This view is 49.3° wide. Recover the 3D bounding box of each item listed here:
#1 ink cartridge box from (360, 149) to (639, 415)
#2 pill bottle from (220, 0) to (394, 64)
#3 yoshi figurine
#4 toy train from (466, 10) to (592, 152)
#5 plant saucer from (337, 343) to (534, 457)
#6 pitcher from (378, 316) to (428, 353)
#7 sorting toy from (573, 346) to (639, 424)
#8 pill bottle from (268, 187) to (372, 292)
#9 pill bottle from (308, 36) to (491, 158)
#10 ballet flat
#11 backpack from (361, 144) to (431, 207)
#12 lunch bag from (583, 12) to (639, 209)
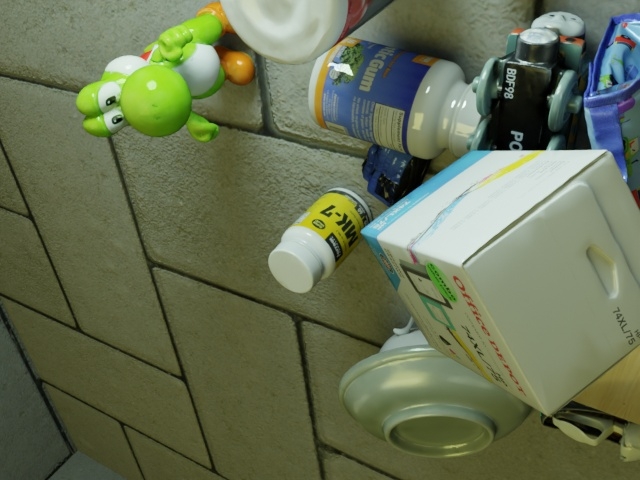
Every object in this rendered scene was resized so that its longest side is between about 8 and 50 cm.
[{"bbox_3d":[0.214,0.028,0.800,0.198,0.197,0.270,58,170,-15],"label":"ink cartridge box"},{"bbox_3d":[0.027,-0.367,0.898,0.176,0.318,0.176,22,136,23],"label":"pill bottle"},{"bbox_3d":[-0.227,-0.267,1.160,0.203,0.362,0.203,51,139,-8],"label":"yoshi figurine"},{"bbox_3d":[0.294,-0.146,0.970,0.142,0.190,0.334,18,133,27],"label":"toy train"},{"bbox_3d":[0.232,0.343,1.377,0.401,0.100,0.400,3,141,3],"label":"plant saucer"},{"bbox_3d":[0.205,0.211,1.414,0.207,0.125,0.177,-28,98,38],"label":"pitcher"},{"bbox_3d":[0.500,0.136,0.952,0.255,0.089,0.257,18,118,19],"label":"sorting toy"},{"bbox_3d":[0.000,0.000,1.323,0.119,0.208,0.119,22,136,23],"label":"pill bottle"},{"bbox_3d":[0.131,-0.214,1.075,0.272,0.152,0.152,21,135,24],"label":"pill bottle"},{"bbox_3d":[0.536,0.348,1.271,0.280,0.096,0.095,9,129,34],"label":"ballet flat"},{"bbox_3d":[0.129,-0.133,1.189,0.101,0.098,0.120,37,141,14],"label":"backpack"},{"bbox_3d":[0.392,-0.122,0.829,0.138,0.293,0.221,2,125,38],"label":"lunch bag"}]
